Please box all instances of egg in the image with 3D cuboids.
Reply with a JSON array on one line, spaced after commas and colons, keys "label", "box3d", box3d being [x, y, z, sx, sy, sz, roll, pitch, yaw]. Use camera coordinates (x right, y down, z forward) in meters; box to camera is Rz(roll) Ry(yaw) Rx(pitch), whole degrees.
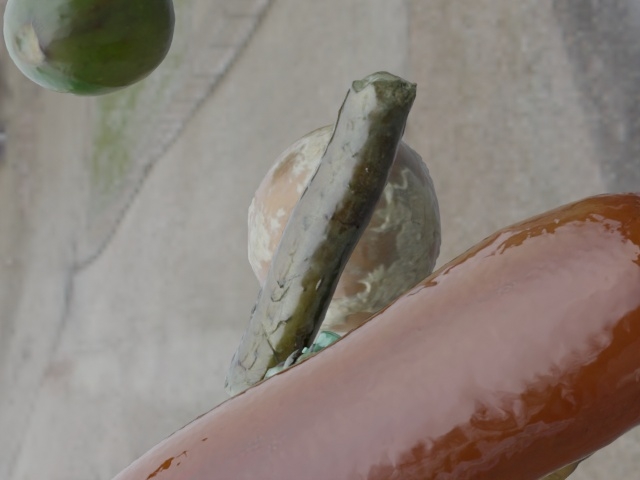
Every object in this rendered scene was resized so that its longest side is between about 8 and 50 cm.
[{"label": "egg", "box3d": [0.024, -0.013, 1.622, 0.245, 0.203, 0.203, 100, 161, -47]}]

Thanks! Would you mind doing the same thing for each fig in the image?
[{"label": "fig", "box3d": [-0.260, -0.244, 1.754, 0.191, 0.181, 0.181, -45, -32, -50]}]

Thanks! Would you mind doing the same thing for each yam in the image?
[{"label": "yam", "box3d": [0.000, 0.000, 1.391, 0.071, 0.067, 0.317, -111, 43, -71]}]

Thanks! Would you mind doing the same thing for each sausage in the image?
[{"label": "sausage", "box3d": [0.023, 0.079, 0.618, 0.089, 0.300, 0.083, 56, -174, -9]}]

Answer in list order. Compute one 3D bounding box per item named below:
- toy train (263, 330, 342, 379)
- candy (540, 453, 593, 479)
[{"label": "toy train", "box3d": [-0.005, 0.174, 1.291, 0.194, 0.125, 0.081, -63, 13, -14]}, {"label": "candy", "box3d": [0.133, 0.225, 1.485, 0.271, 0.143, 0.101, -47, 23, 23]}]
